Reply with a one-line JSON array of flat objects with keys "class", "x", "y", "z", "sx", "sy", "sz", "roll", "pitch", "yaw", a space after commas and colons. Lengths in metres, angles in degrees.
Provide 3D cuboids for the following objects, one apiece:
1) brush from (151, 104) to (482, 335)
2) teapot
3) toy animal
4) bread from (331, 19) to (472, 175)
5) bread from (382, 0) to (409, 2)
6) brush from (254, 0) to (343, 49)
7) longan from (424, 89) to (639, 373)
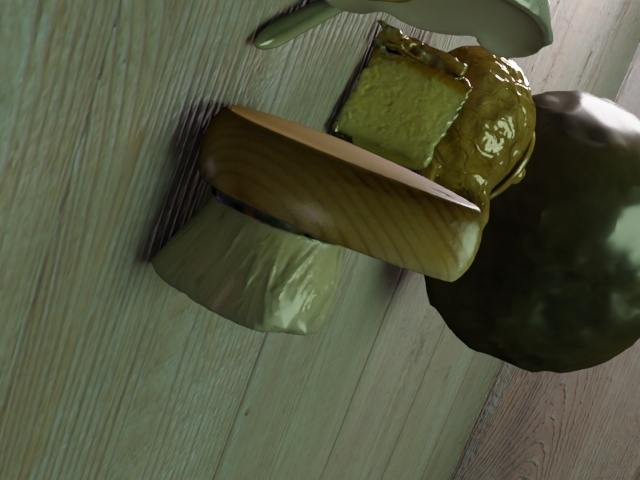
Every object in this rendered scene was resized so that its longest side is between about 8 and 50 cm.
[{"class": "brush", "x": 0.000, "y": 0.000, "z": 0.938, "sx": 0.174, "sy": 0.267, "sz": 0.166, "roll": 5, "pitch": 106, "yaw": -59}, {"class": "teapot", "x": 0.183, "y": -0.112, "z": 1.335, "sx": 0.203, "sy": 0.167, "sz": 0.311, "roll": -40, "pitch": -156, "yaw": 39}, {"class": "toy animal", "x": 0.138, "y": -0.322, "z": 0.972, "sx": 0.206, "sy": 0.272, "sz": 0.265, "roll": 155, "pitch": -50, "yaw": -79}, {"class": "bread", "x": 0.088, "y": -0.150, "z": 1.255, "sx": 0.147, "sy": 0.127, "sz": 0.152, "roll": -62, "pitch": 179, "yaw": -6}, {"class": "bread", "x": 0.047, "y": -0.348, "z": 0.634, "sx": 0.329, "sy": 0.245, "sz": 0.423, "roll": -11, "pitch": 122, "yaw": -68}, {"class": "brush", "x": 0.026, "y": -0.233, "z": 1.059, "sx": 0.299, "sy": 0.042, "sz": 0.039, "roll": -40, "pitch": 156, "yaw": -48}, {"class": "longan", "x": 0.361, "y": -0.017, "z": 1.688, "sx": 0.404, "sy": 0.404, "sz": 0.435, "roll": -32, "pitch": 145, "yaw": -58}]
